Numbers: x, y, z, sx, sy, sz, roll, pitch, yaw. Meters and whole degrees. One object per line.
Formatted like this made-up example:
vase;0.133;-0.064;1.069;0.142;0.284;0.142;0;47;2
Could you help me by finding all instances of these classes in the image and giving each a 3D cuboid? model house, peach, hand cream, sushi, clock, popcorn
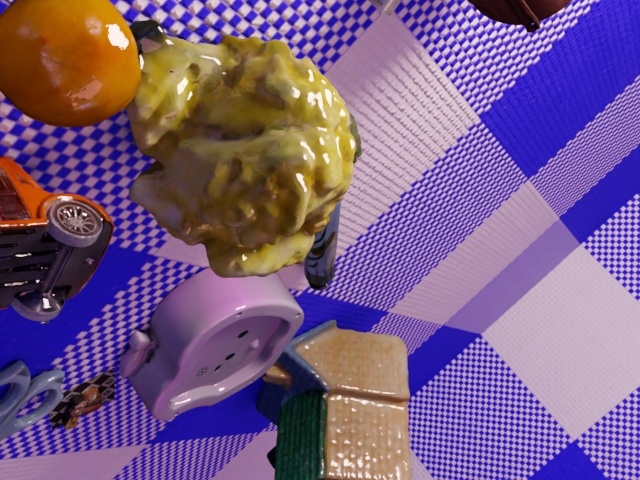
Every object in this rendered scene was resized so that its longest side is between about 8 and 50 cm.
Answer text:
model house;0.010;0.437;1.804;0.342;0.382;0.335;9;137;-12
peach;-0.235;-0.166;0.701;0.138;0.138;0.138;-31;154;-17
hand cream;0.000;0.000;1.405;0.091;0.058;0.271;-31;149;-25
sushi;-0.413;0.289;1.347;0.126;0.026;0.120;-25;151;-29
clock;-0.192;0.182;1.383;0.338;0.102;0.338;-31;154;-17
popcorn;-0.087;-0.090;0.901;0.293;0.293;0.237;-31;172;-18

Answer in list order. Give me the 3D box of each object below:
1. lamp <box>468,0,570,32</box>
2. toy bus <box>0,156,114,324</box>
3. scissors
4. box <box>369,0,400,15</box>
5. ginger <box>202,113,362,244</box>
lamp;0.249;-0.367;0.971;0.180;0.180;0.258;-46;152;14
toy bus;-0.379;0.000;0.754;0.329;0.153;0.143;-6;141;-48
scissors;-0.548;0.326;1.180;0.360;0.029;0.191;-46;157;1
box;0.090;-0.333;0.958;0.024;0.054;0.083;-2;137;-49
ginger;-0.061;-0.088;1.134;0.290;0.089;0.137;-37;174;7
